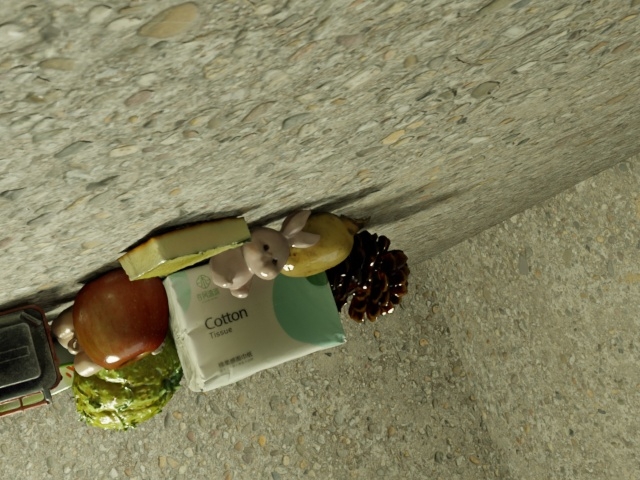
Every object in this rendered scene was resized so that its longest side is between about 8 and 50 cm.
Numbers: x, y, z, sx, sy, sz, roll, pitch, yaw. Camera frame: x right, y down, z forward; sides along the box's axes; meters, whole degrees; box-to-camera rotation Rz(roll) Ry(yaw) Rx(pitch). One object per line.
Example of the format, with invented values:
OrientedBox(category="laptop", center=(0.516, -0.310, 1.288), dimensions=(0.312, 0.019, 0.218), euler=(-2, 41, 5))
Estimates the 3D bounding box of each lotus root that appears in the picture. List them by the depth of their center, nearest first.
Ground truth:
OrientedBox(category="lotus root", center=(0.000, 0.000, 1.609), dimensions=(0.220, 0.125, 0.118), euler=(-27, 137, 13))

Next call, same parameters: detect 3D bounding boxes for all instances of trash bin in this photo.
OrientedBox(category="trash bin", center=(-0.572, 0.228, 1.504), dimensions=(0.161, 0.184, 0.238), euler=(-15, 177, -13))

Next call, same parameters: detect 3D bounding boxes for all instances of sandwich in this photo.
OrientedBox(category="sandwich", center=(-0.237, 0.018, 1.353), dimensions=(0.193, 0.058, 0.162), euler=(-15, 173, -45))

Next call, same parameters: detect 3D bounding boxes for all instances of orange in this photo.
OrientedBox(category="orange", center=(-0.432, 0.293, 1.824), dimensions=(0.223, 0.300, 0.301), euler=(21, 171, 7))

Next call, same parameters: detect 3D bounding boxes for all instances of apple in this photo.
OrientedBox(category="apple", center=(-0.360, 0.137, 1.455), dimensions=(0.181, 0.168, 0.181), euler=(-24, 169, -5))

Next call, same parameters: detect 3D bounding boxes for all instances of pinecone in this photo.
OrientedBox(category="pinecone", center=(0.075, 0.090, 2.018), dimensions=(0.292, 0.246, 0.246), euler=(4, 159, -35))

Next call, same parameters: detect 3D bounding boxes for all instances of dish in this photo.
OrientedBox(category="dish", center=(-0.713, 0.306, 1.910), dimensions=(0.324, 0.124, 0.324), euler=(-23, 166, -6))

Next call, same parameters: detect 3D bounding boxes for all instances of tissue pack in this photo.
OrientedBox(category="tissue pack", center=(-0.151, 0.160, 1.774), dimensions=(0.356, 0.266, 0.194), euler=(-17, 177, -23))

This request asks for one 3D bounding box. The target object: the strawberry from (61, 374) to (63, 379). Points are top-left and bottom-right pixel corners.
OrientedBox(category="strawberry", center=(-0.620, 0.256, 1.685), dimensions=(0.086, 0.145, 0.145), euler=(-28, 174, -10))

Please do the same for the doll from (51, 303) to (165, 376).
OrientedBox(category="doll", center=(-0.421, 0.179, 1.628), dimensions=(0.119, 0.154, 0.278), euler=(-29, 171, 28))

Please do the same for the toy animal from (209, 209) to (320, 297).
OrientedBox(category="toy animal", center=(-0.104, 0.019, 1.502), dimensions=(0.212, 0.124, 0.124), euler=(-29, 171, 13))
